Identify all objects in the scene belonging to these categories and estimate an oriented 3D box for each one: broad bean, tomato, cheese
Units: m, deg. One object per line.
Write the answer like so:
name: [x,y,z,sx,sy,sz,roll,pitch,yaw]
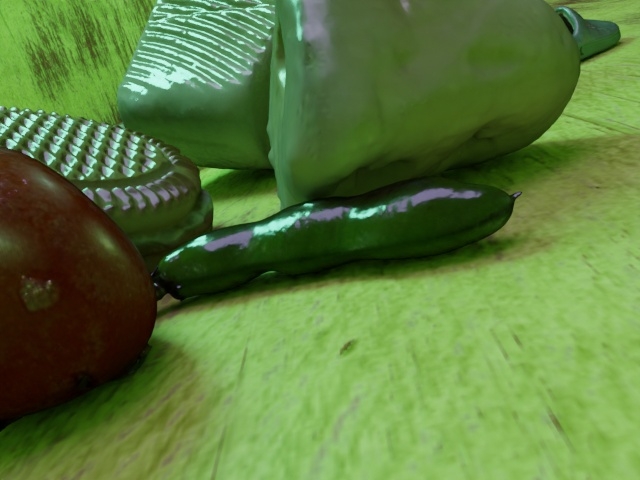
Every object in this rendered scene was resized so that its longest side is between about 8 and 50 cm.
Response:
broad bean: [0.000,-0.002,0.419,0.254,0.046,0.065,-13,25,18]
tomato: [-0.180,0.022,0.350,0.167,0.167,0.167,-15,18,5]
cheese: [0.059,-0.158,0.522,0.251,0.248,0.174,-14,-17,-14]

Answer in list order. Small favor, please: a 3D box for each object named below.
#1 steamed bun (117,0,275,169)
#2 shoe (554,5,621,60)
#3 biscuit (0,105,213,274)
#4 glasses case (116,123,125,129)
steamed bun: [-0.070,-0.254,0.826,0.247,0.236,0.384,12,74,25]
shoe: [0.362,-0.300,0.930,0.195,0.078,0.079,-34,23,-33]
biscuit: [-0.213,-0.046,0.535,0.259,0.079,0.259,13,23,-5]
glasses case: [-0.420,-0.180,1.286,0.051,0.081,0.204,-7,18,33]
